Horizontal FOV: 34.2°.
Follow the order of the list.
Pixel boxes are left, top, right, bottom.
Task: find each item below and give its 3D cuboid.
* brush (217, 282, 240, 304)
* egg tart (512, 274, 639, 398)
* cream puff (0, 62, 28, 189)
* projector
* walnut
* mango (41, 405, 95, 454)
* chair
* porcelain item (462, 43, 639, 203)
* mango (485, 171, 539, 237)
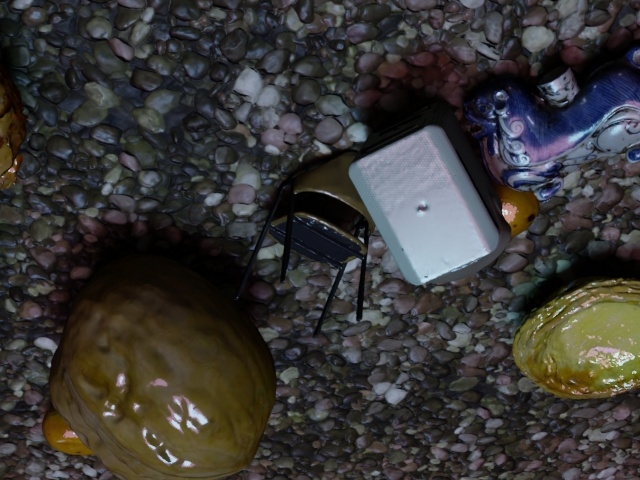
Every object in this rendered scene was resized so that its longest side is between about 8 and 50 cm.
[{"bbox_3d":[-0.261,0.172,1.866,0.336,0.020,0.085,-37,122,27],"label":"brush"},{"bbox_3d":[0.475,0.154,1.813,0.294,0.123,0.294,0,130,0],"label":"egg tart"},{"bbox_3d":[-0.573,-0.159,1.406,0.350,0.228,0.350,-19,142,-16],"label":"cream puff"},{"bbox_3d":[0.162,-0.062,1.509,0.163,0.177,0.242,-26,101,20],"label":"projector"},{"bbox_3d":[-0.252,0.217,1.684,0.398,0.308,0.354,48,142,5],"label":"walnut"},{"bbox_3d":[-0.449,0.361,1.987,0.165,0.089,0.115,15,132,-19],"label":"mango"},{"bbox_3d":[0.000,0.000,1.621,0.159,0.246,0.172,28,149,-25],"label":"chair"},{"bbox_3d":[0.358,-0.184,1.501,0.288,0.138,0.186,-24,112,24],"label":"porcelain item"},{"bbox_3d":[0.253,-0.050,1.635,0.178,0.090,0.115,-10,120,11],"label":"mango"}]
